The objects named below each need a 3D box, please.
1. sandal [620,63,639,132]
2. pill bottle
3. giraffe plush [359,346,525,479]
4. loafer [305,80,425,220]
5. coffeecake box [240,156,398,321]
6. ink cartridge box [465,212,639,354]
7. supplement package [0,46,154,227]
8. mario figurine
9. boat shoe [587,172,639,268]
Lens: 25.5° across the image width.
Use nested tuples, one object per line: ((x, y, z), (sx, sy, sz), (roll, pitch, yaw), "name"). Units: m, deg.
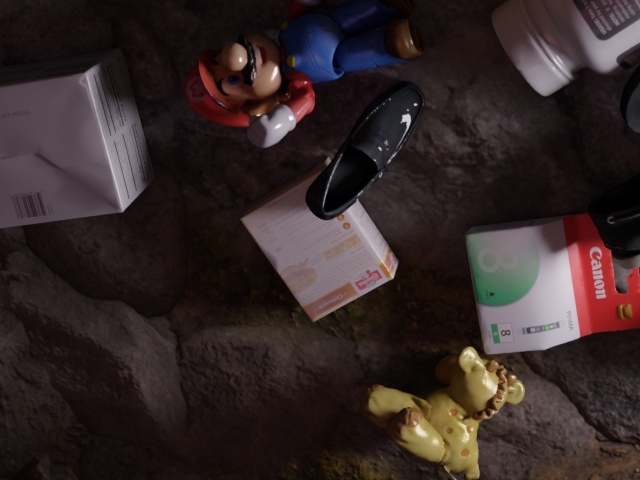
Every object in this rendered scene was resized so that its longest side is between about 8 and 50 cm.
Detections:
((0.578, -0.219, 1.686), (0.446, 0.107, 0.167), (-19, 141, 9), "sandal")
((0.375, -0.311, 1.722), (0.318, 0.176, 0.176), (-32, 103, 22), "pill bottle")
((0.188, 0.231, 2.014), (0.210, 0.181, 0.170), (36, 93, 28), "giraffe plush")
((0.066, -0.118, 1.895), (0.076, 0.078, 0.223), (39, 89, -14), "loafer")
((0.000, 0.000, 2.000), (0.142, 0.068, 0.185), (-30, 103, 21), "coffeecake box")
((0.324, 0.058, 1.952), (0.225, 0.056, 0.181), (-6, 105, 18), "ink cartridge box")
((-0.396, -0.140, 1.990), (0.262, 0.145, 0.204), (-7, 110, 16), "supplement package")
((-0.037, -0.247, 1.841), (0.321, 0.198, 0.170), (-21, 119, 16), "mario figurine")
((0.490, -0.096, 1.815), (0.340, 0.127, 0.113), (-34, 111, 31), "boat shoe")
